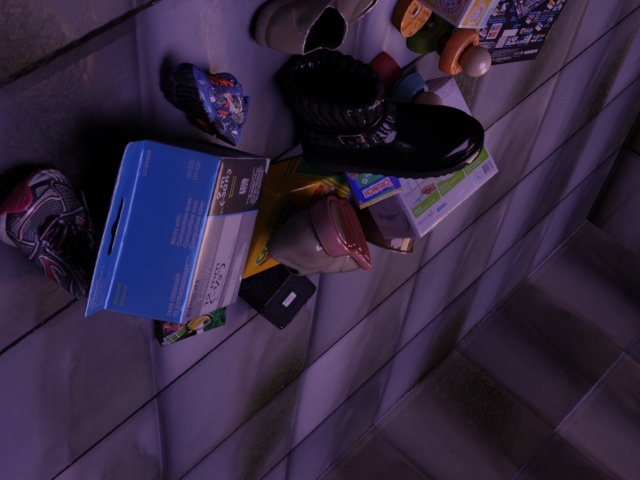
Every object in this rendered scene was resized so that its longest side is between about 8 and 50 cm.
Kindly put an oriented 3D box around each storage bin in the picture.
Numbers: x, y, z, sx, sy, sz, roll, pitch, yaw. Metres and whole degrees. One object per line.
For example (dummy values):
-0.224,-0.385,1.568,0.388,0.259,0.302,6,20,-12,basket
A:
-0.092,0.102,2.084,0.122,0.084,0.180,-49,160,-5,storage bin

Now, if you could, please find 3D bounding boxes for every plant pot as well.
0.161,-0.080,2.220,0.167,0.167,0.165,-7,123,-61,plant pot

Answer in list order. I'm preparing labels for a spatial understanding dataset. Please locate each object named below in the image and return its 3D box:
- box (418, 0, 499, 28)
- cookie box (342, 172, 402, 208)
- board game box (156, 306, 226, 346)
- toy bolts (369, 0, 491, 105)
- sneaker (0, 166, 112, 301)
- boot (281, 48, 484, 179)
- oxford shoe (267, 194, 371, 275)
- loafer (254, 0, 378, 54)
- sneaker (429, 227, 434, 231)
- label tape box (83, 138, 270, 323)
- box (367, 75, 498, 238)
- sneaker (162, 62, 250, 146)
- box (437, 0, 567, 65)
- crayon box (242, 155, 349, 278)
0.195,-0.442,1.617,0.103,0.203,0.114,-17,141,-55,box
0.092,-0.127,1.873,0.092,0.107,0.040,-24,-162,-2,cookie box
-0.234,0.095,1.806,0.136,0.030,0.259,-21,148,-21,board game box
0.204,-0.337,1.868,0.228,0.158,0.218,-51,159,-1,toy bolts
-0.344,0.001,1.373,0.121,0.112,0.299,-48,158,-9,sneaker
0.115,-0.217,1.710,0.260,0.348,0.131,82,6,-65,boot
0.000,0.000,1.876,0.147,0.140,0.397,-22,167,10,oxford shoe
0.014,-0.349,1.556,0.268,0.092,0.102,-35,154,-35,loafer
0.264,-0.180,2.325,0.150,0.135,0.366,-59,169,-32,sneaker
-0.198,-0.014,1.457,0.348,0.115,0.249,-21,127,-77,label tape box
0.200,-0.168,2.016,0.262,0.231,0.127,-40,-161,-29,box
-0.162,-0.215,1.461,0.087,0.083,0.221,-63,165,-6,sneaker
0.413,-0.507,2.084,0.296,0.073,0.293,-16,140,-42,box
-0.074,-0.050,1.879,0.318,0.081,0.202,-23,145,-50,crayon box
